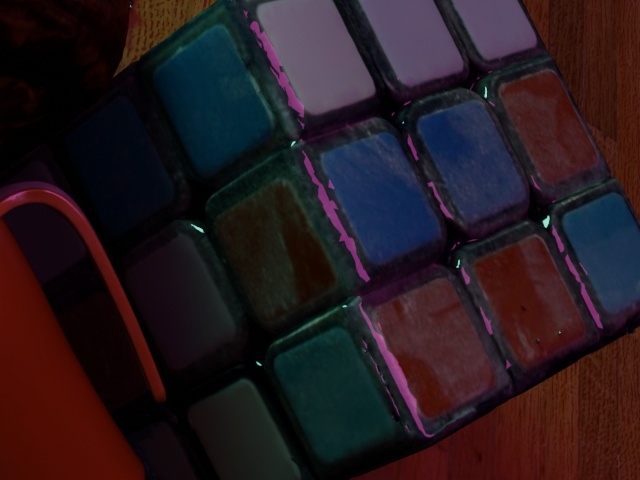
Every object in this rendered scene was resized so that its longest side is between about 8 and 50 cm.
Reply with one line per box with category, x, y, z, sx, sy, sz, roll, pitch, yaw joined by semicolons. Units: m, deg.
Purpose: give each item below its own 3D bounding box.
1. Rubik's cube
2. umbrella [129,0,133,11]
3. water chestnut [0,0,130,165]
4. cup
Rubik's cube;0.000;0.000;1.416;0.362;0.363;0.359;-20;81;-45
umbrella;-0.176;-0.236;1.618;0.022;0.013;0.122;13;60;-17
water chestnut;-0.301;-0.140;1.195;0.350;0.350;0.302;9;62;-43
cup;-0.227;0.091;1.258;0.264;0.226;0.182;56;-2;-18
